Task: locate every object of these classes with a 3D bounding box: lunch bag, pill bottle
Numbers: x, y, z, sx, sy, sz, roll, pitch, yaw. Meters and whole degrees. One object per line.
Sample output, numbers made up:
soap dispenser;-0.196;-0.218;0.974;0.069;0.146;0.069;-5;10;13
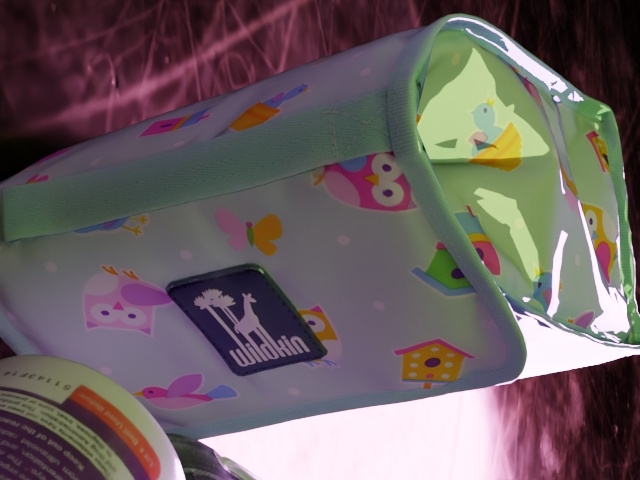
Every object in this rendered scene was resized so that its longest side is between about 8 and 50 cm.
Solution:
lunch bag;0.000;0.000;0.731;0.262;0.223;0.160;12;68;-62
pill bottle;-0.134;0.131;0.578;0.193;0.108;0.108;-49;129;-55

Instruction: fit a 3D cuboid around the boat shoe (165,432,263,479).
boat shoe;-0.025;0.183;0.802;0.301;0.108;0.102;54;11;-53
